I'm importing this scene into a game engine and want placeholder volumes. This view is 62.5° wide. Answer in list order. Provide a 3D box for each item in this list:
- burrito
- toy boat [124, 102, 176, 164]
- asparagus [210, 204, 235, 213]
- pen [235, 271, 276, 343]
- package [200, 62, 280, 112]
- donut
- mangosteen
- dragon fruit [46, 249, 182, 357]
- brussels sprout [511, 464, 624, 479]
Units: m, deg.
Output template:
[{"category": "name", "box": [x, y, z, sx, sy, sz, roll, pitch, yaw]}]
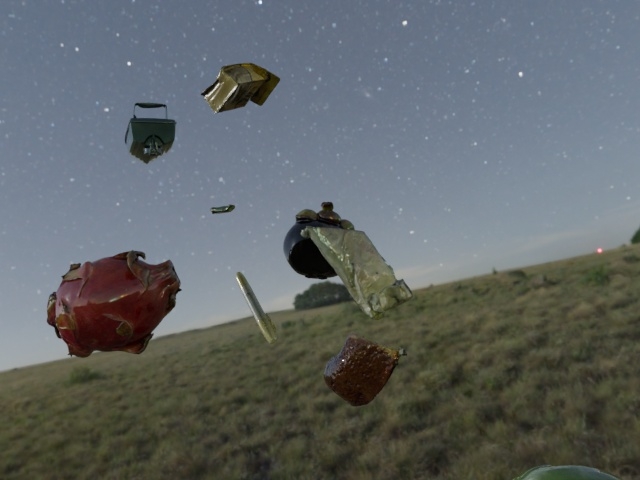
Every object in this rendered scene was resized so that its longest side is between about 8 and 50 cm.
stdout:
[{"category": "burrito", "box": [0.108, 0.068, 1.503, 0.175, 0.347, 0.107, -38, -4, -45]}, {"category": "toy boat", "box": [-0.364, -0.217, 1.116, 0.093, 0.103, 0.246, -3, -2, -23]}, {"category": "asparagus", "box": [-0.284, -0.090, 1.529, 0.108, 0.021, 0.025, -5, -3, 42]}, {"category": "pen", "box": [-0.176, 0.180, 1.449, 0.040, 0.233, 0.032, -16, -29, -29]}, {"category": "package", "box": [-0.132, -0.257, 0.882, 0.071, 0.047, 0.131, -44, -5, 36]}, {"category": "donut", "box": [0.090, 0.292, 1.200, 0.126, 0.144, 0.186, 28, -22, -2]}, {"category": "mangosteen", "box": [-0.001, 0.003, 1.941, 0.288, 0.287, 0.233, -15, 12, 22]}, {"category": "dragon fruit", "box": [-0.490, 0.153, 1.254, 0.315, 0.250, 0.250, -4, -9, -13]}, {"category": "brussels sprout", "box": [0.404, 0.527, 0.845, 0.355, 0.289, 0.281, -43, 5, 5]}]
